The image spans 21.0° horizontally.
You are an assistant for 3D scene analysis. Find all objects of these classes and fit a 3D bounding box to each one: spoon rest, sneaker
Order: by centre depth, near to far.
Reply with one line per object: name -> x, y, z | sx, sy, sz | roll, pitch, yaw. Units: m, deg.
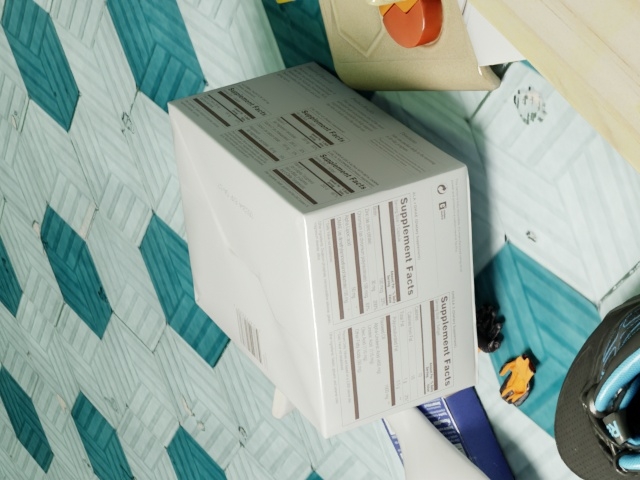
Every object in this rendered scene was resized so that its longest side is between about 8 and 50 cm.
sneaker -> 0.218, 0.097, 1.145 | 0.125, 0.140, 0.341 | 58, 155, 12
spoon rest -> 0.083, 0.201, 1.502 | 0.276, 0.084, 0.137 | 40, 147, 20

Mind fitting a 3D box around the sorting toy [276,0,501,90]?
sorting toy -> 0.016, -0.221, 1.362 | 0.307, 0.041, 0.229 | 8, 119, 60

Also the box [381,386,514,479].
box -> 0.132, 0.232, 1.542 | 0.225, 0.036, 0.136 | 67, 155, 1

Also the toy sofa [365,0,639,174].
toy sofa -> 0.200, -0.087, 0.821 | 0.362, 0.150, 0.177 | 49, 135, 25

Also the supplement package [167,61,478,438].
supplement package -> 0.000, 0.000, 1.425 | 0.262, 0.145, 0.204 | 41, 143, 54

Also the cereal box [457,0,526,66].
cereal box -> 0.127, -0.238, 1.129 | 0.173, 0.047, 0.240 | 0, 112, 62

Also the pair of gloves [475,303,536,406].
pair of gloves -> 0.149, 0.095, 1.423 | 0.083, 0.010, 0.074 | 58, 155, 21
